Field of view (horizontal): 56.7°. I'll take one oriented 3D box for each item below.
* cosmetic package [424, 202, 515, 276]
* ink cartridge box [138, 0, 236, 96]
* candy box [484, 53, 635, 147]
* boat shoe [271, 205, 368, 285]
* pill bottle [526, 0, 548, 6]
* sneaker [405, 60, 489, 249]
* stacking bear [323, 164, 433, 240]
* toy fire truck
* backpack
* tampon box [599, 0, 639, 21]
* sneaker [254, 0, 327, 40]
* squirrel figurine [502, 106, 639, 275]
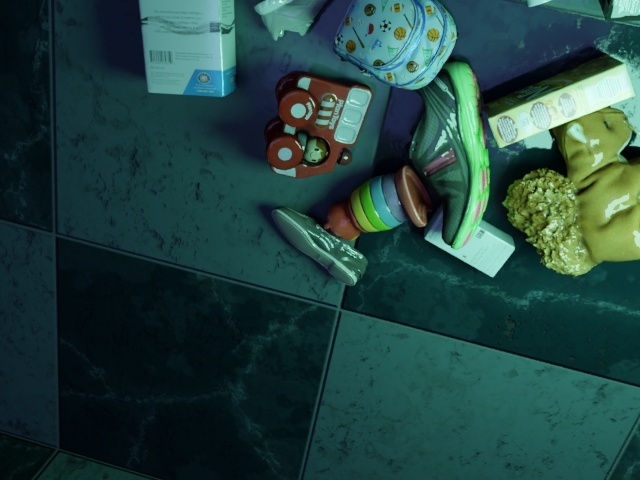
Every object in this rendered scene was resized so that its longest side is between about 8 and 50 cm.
[{"bbox_3d":[0.423,-0.007,1.695,0.231,0.085,0.117,28,116,-2],"label":"cosmetic package"},{"bbox_3d":[-0.351,-0.555,1.591,0.223,0.129,0.307,6,115,10],"label":"ink cartridge box"},{"bbox_3d":[0.572,-0.344,1.457,0.317,0.183,0.087,-20,107,19],"label":"candy box"},{"bbox_3d":[0.000,0.000,1.798,0.335,0.095,0.112,41,151,-4],"label":"boat shoe"},{"bbox_3d":[0.502,-0.643,1.387,0.094,0.094,0.169,-15,110,18],"label":"pill bottle"},{"bbox_3d":[0.333,-0.216,1.569,0.202,0.185,0.482,-3,95,26],"label":"sneaker"},{"bbox_3d":[0.146,-0.088,1.685,0.289,0.175,0.164,-22,105,28],"label":"stacking bear"},{"bbox_3d":[-0.013,-0.304,1.627,0.254,0.169,0.302,12,118,-14],"label":"toy fire truck"},{"bbox_3d":[0.185,-0.501,1.436,0.263,0.213,0.276,35,118,12],"label":"backpack"},{"bbox_3d":[0.734,-0.570,1.343,0.161,0.120,0.101,3,136,12],"label":"tampon box"},{"bbox_3d":[-0.033,-0.602,1.532,0.263,0.099,0.121,-12,118,25],"label":"sneaker"},{"bbox_3d":[0.662,-0.128,1.493,0.397,0.281,0.370,-26,99,19],"label":"squirrel figurine"}]
